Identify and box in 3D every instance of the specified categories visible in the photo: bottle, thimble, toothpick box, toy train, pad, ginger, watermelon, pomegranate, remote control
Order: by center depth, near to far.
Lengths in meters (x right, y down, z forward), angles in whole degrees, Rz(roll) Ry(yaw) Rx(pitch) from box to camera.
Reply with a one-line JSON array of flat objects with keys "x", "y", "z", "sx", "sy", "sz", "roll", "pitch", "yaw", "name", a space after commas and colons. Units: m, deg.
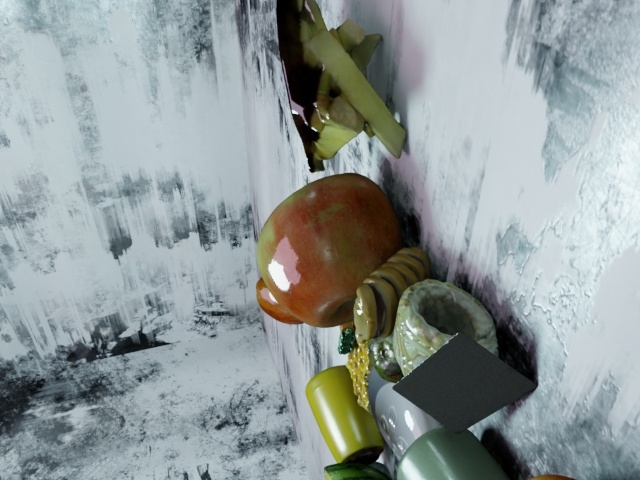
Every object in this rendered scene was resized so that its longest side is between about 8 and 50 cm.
[{"x": 0.265, "y": 0.460, "z": 0.932, "sx": 0.347, "sy": 0.169, "sz": 0.168, "roll": -132, "pitch": 33, "yaw": -57, "name": "bottle"}, {"x": 0.218, "y": 0.231, "z": 0.936, "sx": 0.211, "sy": 0.143, "sz": 0.003, "roll": -54, "pitch": 1, "yaw": 46, "name": "pad"}, {"x": 0.208, "y": 0.168, "z": 0.988, "sx": 0.190, "sy": 0.138, "sz": 0.143, "roll": 38, "pitch": 140, "yaw": 34, "name": "thimble"}, {"x": 0.042, "y": -0.325, "z": 1.238, "sx": 0.358, "sy": 0.212, "sz": 0.413, "roll": 76, "pitch": -175, "yaw": -61, "name": "ginger"}, {"x": 0.159, "y": 0.240, "z": 1.258, "sx": 0.138, "sy": 0.126, "sz": 0.163, "roll": 58, "pitch": 159, "yaw": 25, "name": "pomegranate"}, {"x": 0.186, "y": 0.395, "z": 1.315, "sx": 0.332, "sy": 0.104, "sz": 0.220, "roll": -140, "pitch": 40, "yaw": -71, "name": "remote control"}, {"x": 0.147, "y": 0.720, "z": 1.553, "sx": 0.331, "sy": 0.190, "sz": 0.330, "roll": 164, "pitch": 90, "yaw": -78, "name": "watermelon"}, {"x": 0.065, "y": 0.259, "z": 1.580, "sx": 0.064, "sy": 0.044, "sz": 0.103, "roll": -106, "pitch": 16, "yaw": -46, "name": "toy train"}, {"x": 0.075, "y": 0.516, "z": 1.720, "sx": 0.174, "sy": 0.175, "sz": 0.271, "roll": 95, "pitch": 157, "yaw": -49, "name": "toothpick box"}]

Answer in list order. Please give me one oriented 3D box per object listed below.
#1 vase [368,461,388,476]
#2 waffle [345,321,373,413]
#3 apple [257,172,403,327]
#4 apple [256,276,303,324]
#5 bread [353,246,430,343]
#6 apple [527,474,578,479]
[{"x": 0.159, "y": 0.754, "z": 1.742, "sx": 0.096, "sy": 0.096, "sz": 0.219, "roll": -126, "pitch": 31, "yaw": -60, "name": "vase"}, {"x": 0.123, "y": 0.321, "z": 1.602, "sx": 0.309, "sy": 0.065, "sz": 0.283, "roll": 108, "pitch": 152, "yaw": -68, "name": "waffle"}, {"x": 0.029, "y": 0.027, "z": 1.255, "sx": 0.277, "sy": 0.319, "sz": 0.319, "roll": 58, "pitch": 160, "yaw": 16, "name": "apple"}, {"x": -0.104, "y": 0.175, "z": 2.085, "sx": 0.234, "sy": 0.234, "sz": 0.233, "roll": 169, "pitch": 90, "yaw": -76, "name": "apple"}, {"x": 0.134, "y": 0.104, "z": 1.099, "sx": 0.081, "sy": 0.225, "sz": 0.134, "roll": 21, "pitch": 125, "yaw": 27, "name": "bread"}, {"x": 0.299, "y": 0.382, "z": 0.717, "sx": 0.199, "sy": 0.199, "sz": 0.199, "roll": 169, "pitch": 90, "yaw": -76, "name": "apple"}]
